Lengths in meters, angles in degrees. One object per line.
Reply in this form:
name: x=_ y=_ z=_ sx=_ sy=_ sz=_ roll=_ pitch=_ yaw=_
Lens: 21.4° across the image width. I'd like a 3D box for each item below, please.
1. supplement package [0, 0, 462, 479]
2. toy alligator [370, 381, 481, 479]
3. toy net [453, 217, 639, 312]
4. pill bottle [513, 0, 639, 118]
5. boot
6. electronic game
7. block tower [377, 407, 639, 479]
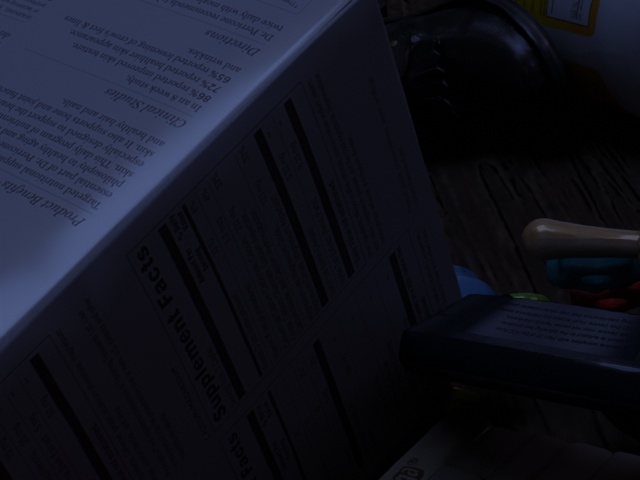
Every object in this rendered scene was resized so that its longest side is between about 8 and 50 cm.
supplement package: x=-0.111 y=0.035 z=0.625 sx=0.199 sy=0.198 sz=0.263 roll=23 pitch=58 yaw=36
toy alligator: x=0.057 y=0.091 z=0.701 sx=0.189 sy=0.056 sz=0.051 roll=10 pitch=-9 yaw=32
toy net: x=0.130 y=0.021 z=0.716 sx=0.122 sy=0.045 sz=0.232 roll=16 pitch=-24 yaw=-40
pill bottle: x=0.189 y=-0.132 z=0.992 sx=0.117 sy=0.118 sz=0.208 roll=-24 pitch=23 yaw=-17
boot: x=-0.002 y=-0.060 z=1.025 sx=0.229 sy=0.091 sz=0.263 roll=-37 pitch=28 yaw=-29
electronic game: x=0.140 y=0.057 z=0.595 sx=0.229 sy=0.048 sz=0.229 roll=11 pitch=-3 yaw=1
block tower: x=0.155 y=0.138 z=0.488 sx=0.335 sy=0.097 sz=0.091 roll=10 pitch=35 yaw=41
